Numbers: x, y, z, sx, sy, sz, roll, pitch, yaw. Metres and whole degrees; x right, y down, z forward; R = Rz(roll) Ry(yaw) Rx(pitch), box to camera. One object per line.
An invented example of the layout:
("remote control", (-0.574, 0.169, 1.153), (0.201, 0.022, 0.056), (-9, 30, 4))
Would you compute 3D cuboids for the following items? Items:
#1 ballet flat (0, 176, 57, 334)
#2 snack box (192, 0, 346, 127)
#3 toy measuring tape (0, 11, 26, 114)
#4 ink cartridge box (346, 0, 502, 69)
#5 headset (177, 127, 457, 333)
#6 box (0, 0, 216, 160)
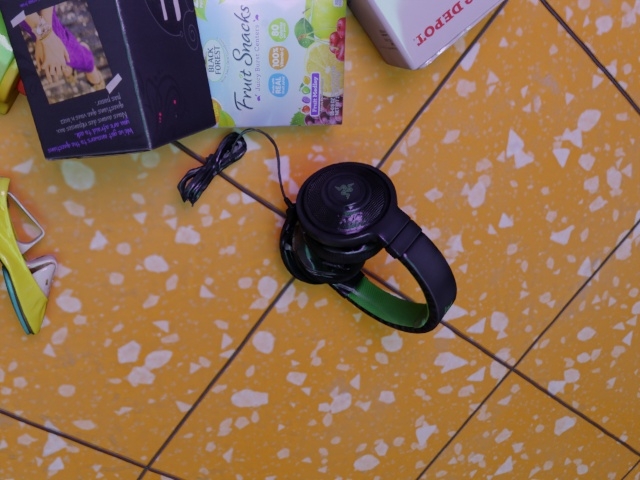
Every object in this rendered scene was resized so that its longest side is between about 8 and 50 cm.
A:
("ballet flat", (-0.405, 0.020, 0.761), (0.077, 0.077, 0.231), (-25, 115, -24))
("snack box", (-0.074, -0.242, 0.751), (0.207, 0.070, 0.174), (-5, 112, -12))
("toy measuring tape", (-0.405, -0.171, 0.661), (0.121, 0.121, 0.330), (31, 100, -24))
("ink cartridge box", (0.105, -0.392, 0.716), (0.201, 0.117, 0.278), (-40, 115, 2))
("headset", (0.000, 0.000, 0.782), (0.394, 0.243, 0.185), (42, 67, 3))
("box", (-0.233, -0.240, 0.622), (0.143, 0.165, 0.270), (-2, 110, 17))
